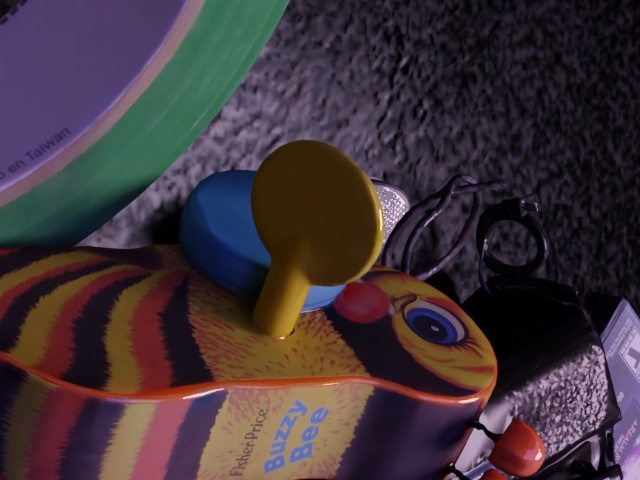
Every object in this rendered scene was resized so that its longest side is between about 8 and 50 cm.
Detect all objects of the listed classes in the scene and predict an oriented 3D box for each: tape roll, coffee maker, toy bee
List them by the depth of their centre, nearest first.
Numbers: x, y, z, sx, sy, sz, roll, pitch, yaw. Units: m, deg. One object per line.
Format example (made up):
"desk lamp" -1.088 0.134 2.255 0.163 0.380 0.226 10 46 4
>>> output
"tape roll" -0.140 -0.111 0.451 0.321 0.077 0.321 -28 143 -24
"toy bee" 0.003 0.043 0.559 0.298 0.162 0.195 -27 141 -25
"coffee maker" 0.051 0.089 0.740 0.178 0.120 0.171 -20 86 -39

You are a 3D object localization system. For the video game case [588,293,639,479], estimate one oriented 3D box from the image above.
"video game case" 0.198 0.194 0.930 0.274 0.026 0.196 50 65 -34

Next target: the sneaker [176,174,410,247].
"sneaker" 0.000 0.000 0.703 0.135 0.058 0.052 -16 107 -39
